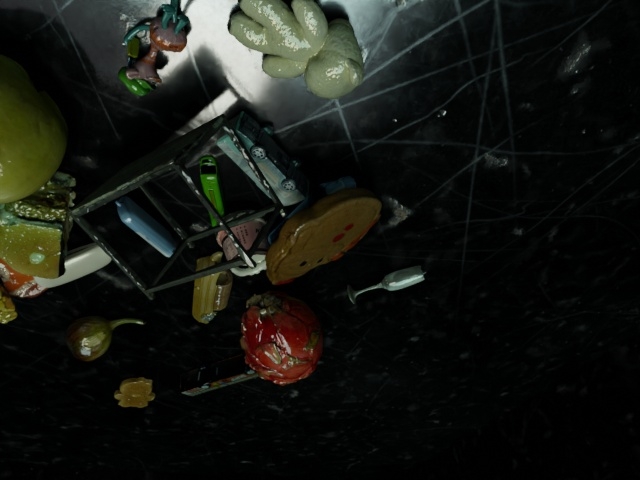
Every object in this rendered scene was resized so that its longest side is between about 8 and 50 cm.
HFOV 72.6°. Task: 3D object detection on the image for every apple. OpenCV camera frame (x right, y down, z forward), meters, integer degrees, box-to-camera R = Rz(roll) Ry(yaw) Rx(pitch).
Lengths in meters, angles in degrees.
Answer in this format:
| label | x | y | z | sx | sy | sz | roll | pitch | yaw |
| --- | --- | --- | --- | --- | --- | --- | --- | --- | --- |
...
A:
| label | x | y | z | sx | sy | sz | roll | pitch | yaw |
| --- | --- | --- | --- | --- | --- | --- | --- | --- | --- |
| apple | -0.653 | -0.217 | 0.840 | 0.258 | 0.233 | 0.295 | -38 | 123 | -8 |

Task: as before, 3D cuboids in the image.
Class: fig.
| label | x | y | z | sx | sy | sz | roll | pitch | yaw |
| --- | --- | --- | --- | --- | --- | --- | --- | --- | --- |
| fig | -0.726 | 0.307 | 1.482 | 0.245 | 0.149 | 0.149 | -22 | 139 | -19 |

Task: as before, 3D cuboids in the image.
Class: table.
| label | x | y | z | sx | sy | sz | roll | pitch | yaw |
| --- | --- | --- | --- | --- | --- | --- | --- | --- | --- |
| table | -0.308 | -0.063 | 0.985 | 0.335 | 0.222 | 0.272 | -17 | 120 | 29 |

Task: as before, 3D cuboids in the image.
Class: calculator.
| label | x | y | z | sx | sy | sz | roll | pitch | yaw |
| --- | --- | --- | --- | --- | --- | --- | --- | --- | --- |
| calculator | -0.460 | -0.037 | 1.156 | 0.039 | 0.121 | 0.210 | -42 | 131 | -3 |
| calculator | -0.025 | -0.071 | 1.151 | 0.293 | 0.173 | 0.051 | -41 | 84 | 30 |

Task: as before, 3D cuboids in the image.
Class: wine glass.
| label | x | y | z | sx | sy | sz | roll | pitch | yaw |
| --- | --- | --- | --- | --- | --- | --- | --- | --- | --- |
| wine glass | 0.223 | 0.143 | 1.449 | 0.262 | 0.074 | 0.074 | -19 | 134 | 12 |

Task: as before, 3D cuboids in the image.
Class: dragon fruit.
| label | x | y | z | sx | sy | sz | roll | pitch | yaw |
| --- | --- | --- | --- | --- | --- | --- | --- | --- | --- |
| dragon fruit | -0.127 | 0.324 | 1.453 | 0.277 | 0.277 | 0.342 | -3 | 126 | -4 |

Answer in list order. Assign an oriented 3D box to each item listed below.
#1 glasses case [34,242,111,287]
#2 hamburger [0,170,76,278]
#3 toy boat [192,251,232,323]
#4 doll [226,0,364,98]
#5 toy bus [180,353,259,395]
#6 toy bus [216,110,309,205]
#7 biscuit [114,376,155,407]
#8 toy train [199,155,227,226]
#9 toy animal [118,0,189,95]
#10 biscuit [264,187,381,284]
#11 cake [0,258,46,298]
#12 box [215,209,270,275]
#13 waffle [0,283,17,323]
| label | x | y | z | sx | sy | sz | roll | pitch | yaw |
| --- | --- | --- | --- | --- | --- | --- | --- | --- | --- |
| glasses case | -0.700 | 0.069 | 1.237 | 0.204 | 0.051 | 0.081 | -24 | 138 | -19 |
| hamburger | -0.711 | -0.048 | 1.077 | 0.192 | 0.168 | 0.288 | 15 | 130 | -20 |
| toy boat | -0.343 | 0.158 | 1.382 | 0.115 | 0.089 | 0.310 | 5 | 134 | -15 |
| doll | -0.039 | -0.398 | 0.857 | 0.278 | 0.175 | 0.149 | 26 | 89 | -18 |
| toy bus | -0.373 | 0.527 | 1.749 | 0.409 | 0.093 | 0.092 | -20 | 142 | 14 |
| toy bus | -0.130 | -0.190 | 1.063 | 0.109 | 0.091 | 0.262 | -20 | 134 | 28 |
| biscuit | -0.788 | 0.644 | 1.856 | 0.166 | 0.036 | 0.225 | 9 | 130 | -16 |
| toy train | -0.280 | -0.122 | 1.141 | 0.044 | 0.042 | 0.209 | -4 | 135 | -3 |
| toy animal | -0.326 | -0.384 | 0.847 | 0.103 | 0.100 | 0.208 | 43 | 129 | -13 |
| biscuit | 0.000 | 0.000 | 1.157 | 0.359 | 0.074 | 0.381 | -4 | 144 | -52 |
| cake | -0.862 | 0.054 | 1.200 | 0.135 | 0.098 | 0.287 | -25 | 132 | -7 |
| box | -0.203 | 0.013 | 1.193 | 0.151 | 0.135 | 0.151 | -15 | 148 | -9 |
| waffle | -0.936 | 0.117 | 1.202 | 0.253 | 0.056 | 0.249 | 23 | 133 | 29 |
